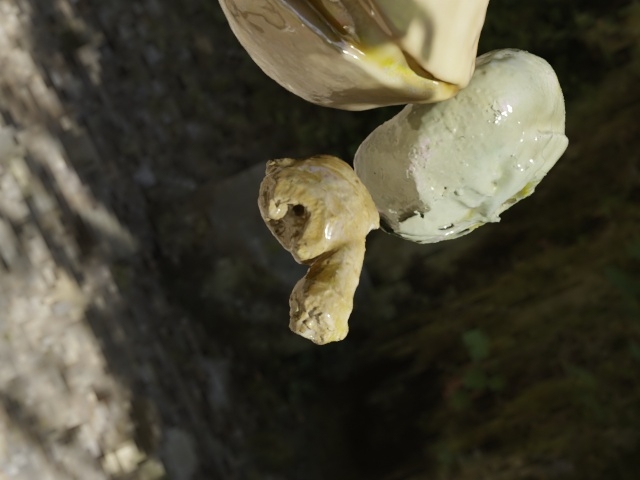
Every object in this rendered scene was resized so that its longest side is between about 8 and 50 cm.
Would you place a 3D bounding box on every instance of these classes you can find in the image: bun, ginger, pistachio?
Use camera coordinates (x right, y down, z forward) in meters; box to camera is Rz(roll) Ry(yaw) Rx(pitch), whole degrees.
[{"bbox_3d":[0.149,-0.086,1.863,0.141,0.239,0.239,55,12,14],"label":"bun"},{"bbox_3d":[-0.006,-0.005,1.351,0.096,0.067,0.165,35,40,-26],"label":"ginger"},{"bbox_3d":[0.025,-0.230,1.651,0.321,0.229,0.238,32,21,-50],"label":"pistachio"}]
